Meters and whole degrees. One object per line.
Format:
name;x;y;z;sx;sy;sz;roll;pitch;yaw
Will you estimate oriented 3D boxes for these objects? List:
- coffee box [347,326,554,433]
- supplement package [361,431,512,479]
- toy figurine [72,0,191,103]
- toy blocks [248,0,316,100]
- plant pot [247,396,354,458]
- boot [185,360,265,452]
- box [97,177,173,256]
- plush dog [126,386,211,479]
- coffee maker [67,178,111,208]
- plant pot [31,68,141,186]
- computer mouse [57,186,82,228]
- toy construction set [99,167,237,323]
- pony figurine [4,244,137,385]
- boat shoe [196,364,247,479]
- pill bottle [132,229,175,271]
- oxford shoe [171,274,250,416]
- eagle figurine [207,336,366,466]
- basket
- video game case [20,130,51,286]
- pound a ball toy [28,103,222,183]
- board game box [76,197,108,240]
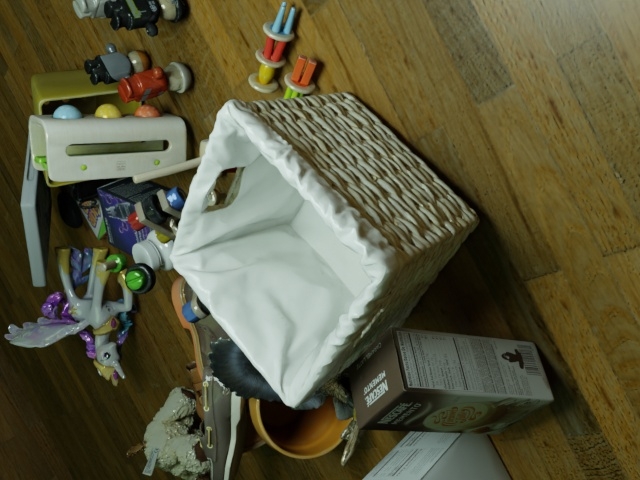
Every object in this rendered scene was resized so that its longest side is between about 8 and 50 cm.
coffee box;0.183;0.207;0.921;0.141;0.246;0.098;123;148;-46
supplement package;0.186;0.450;1.047;0.145;0.262;0.204;-27;92;50
toy figurine;-0.353;-0.383;1.223;0.209;0.148;0.213;28;132;39
toy blocks;-0.051;-0.291;1.028;0.123;0.054;0.148;44;136;19
plant pot;-0.060;0.321;1.291;0.205;0.205;0.188;63;154;-2
boot;-0.223;0.391;1.567;0.283;0.109;0.220;-12;100;56
box;-0.404;-0.046;1.483;0.207;0.108;0.153;20;125;37
plush dog;-0.372;0.565;1.721;0.225;0.211;0.262;59;180;-44
coffee maker;-0.609;-0.194;1.585;0.171;0.120;0.178;-46;69;33
plant pot;-0.537;-0.274;1.431;0.187;0.212;0.212;47;139;35
computer mouse;-0.755;-0.141;1.836;0.071;0.041;0.242;-31;88;50
toy construction set;-0.212;-0.016;1.251;0.257;0.237;0.309;34;105;9
pony figurine;-0.663;0.199;1.797;0.351;0.303;0.363;13;106;31
boat shoe;-0.216;0.406;1.396;0.097;0.116;0.324;11;119;5
pill bottle;-0.311;0.008;1.371;0.094;0.169;0.094;23;127;35
oxford shoe;-0.202;0.233;1.428;0.133;0.130;0.363;-16;105;36
eagle figurine;-0.014;0.208;1.143;0.298;0.226;0.225;31;113;13
basket;0.000;0.000;0.951;0.331;0.266;0.328;48;134;21
video game case;-0.732;-0.094;1.660;0.329;0.036;0.300;111;153;-48
pound a ball toy;-0.372;-0.194;1.247;0.208;0.319;0.135;24;117;49
board game box;-0.617;-0.116;1.719;0.124;0.039;0.259;-31;92;50
